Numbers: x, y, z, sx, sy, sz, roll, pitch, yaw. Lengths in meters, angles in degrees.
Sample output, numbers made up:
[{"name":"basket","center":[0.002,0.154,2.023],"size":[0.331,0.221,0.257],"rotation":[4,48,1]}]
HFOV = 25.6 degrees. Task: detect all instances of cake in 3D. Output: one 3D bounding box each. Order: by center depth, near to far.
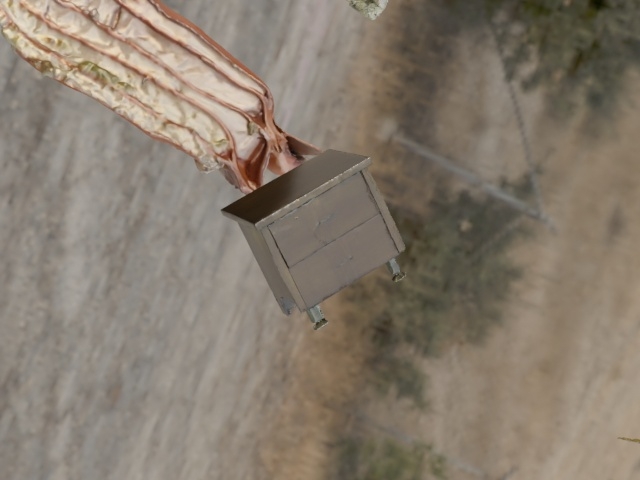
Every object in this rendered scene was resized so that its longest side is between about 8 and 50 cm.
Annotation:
[{"name":"cake","center":[-0.133,-0.132,1.073],"size":[0.098,0.287,0.135],"rotation":[-51,-165,5]}]

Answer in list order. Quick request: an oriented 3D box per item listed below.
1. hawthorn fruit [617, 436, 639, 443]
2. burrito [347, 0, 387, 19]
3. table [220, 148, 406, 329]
[{"name":"hawthorn fruit","center":[0.336,0.176,1.155],"size":[0.140,0.125,0.125],"rotation":[-4,-124,54]},{"name":"burrito","center":[0.009,-0.330,1.625],"size":[0.045,0.188,0.058],"rotation":[-17,149,-55]},{"name":"table","center":[0.000,0.000,0.879],"size":[0.083,0.082,0.070],"rotation":[-31,-162,-15]}]
